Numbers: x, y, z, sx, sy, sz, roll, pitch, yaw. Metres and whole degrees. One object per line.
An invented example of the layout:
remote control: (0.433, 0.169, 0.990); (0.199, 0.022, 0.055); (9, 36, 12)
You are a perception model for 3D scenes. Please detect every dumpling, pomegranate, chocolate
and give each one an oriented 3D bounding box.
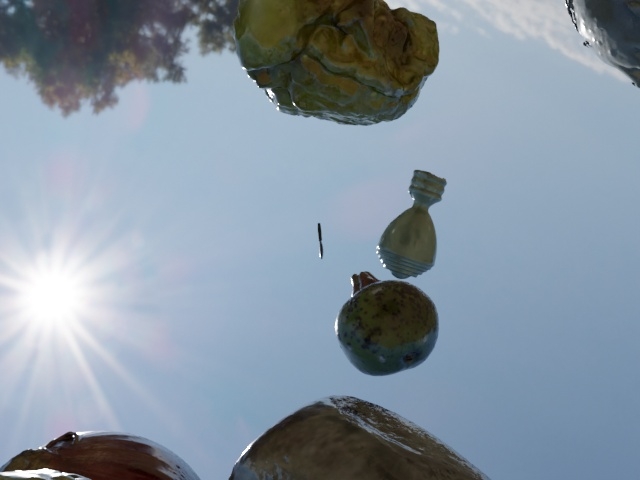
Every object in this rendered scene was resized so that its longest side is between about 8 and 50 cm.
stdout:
dumpling: (0.406, -0.290, 0.866); (0.247, 0.172, 0.142); (54, 176, 7)
pomegranate: (0.124, 0.154, 1.467); (0.214, 0.214, 0.248); (9, -144, -30)
chocolate: (0.078, 0.229, 0.621); (0.303, 0.100, 0.185); (30, -154, 33)

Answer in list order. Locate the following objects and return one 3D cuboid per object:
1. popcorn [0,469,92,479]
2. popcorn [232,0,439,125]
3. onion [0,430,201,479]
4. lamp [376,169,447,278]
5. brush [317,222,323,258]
popcorn: (-0.177, 0.280, 0.422); (0.226, 0.276, 0.276); (2, -158, 18)
popcorn: (0.031, -0.228, 0.875); (0.225, 0.173, 0.286); (12, -175, 10)
onion: (-0.265, 0.375, 0.828); (0.341, 0.341, 0.341); (20, -152, -11)
lamp: (0.166, -0.025, 1.262); (0.106, 0.193, 0.106); (19, -177, -1)
brush: (0.000, 0.000, 1.426); (0.008, 0.024, 0.083); (-8, -121, 5)
